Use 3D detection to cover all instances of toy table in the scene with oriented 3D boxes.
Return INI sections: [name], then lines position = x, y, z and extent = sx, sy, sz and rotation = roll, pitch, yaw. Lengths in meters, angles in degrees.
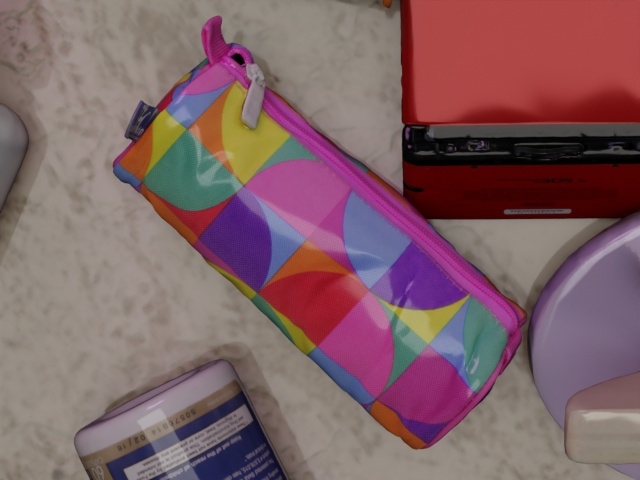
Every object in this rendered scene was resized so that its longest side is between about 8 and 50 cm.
[toy table]
position = 0.245, 0.067, 0.905
extent = 0.274, 0.161, 0.252
rotation = -12, 104, 5

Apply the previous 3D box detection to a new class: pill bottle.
[pill bottle]
position = -0.052, 0.156, 0.973
extent = 0.094, 0.094, 0.169
rotation = -27, 91, 4

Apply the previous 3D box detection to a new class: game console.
[game console]
position = 0.114, -0.071, 0.959
extent = 0.144, 0.124, 0.085
rotation = 0, 67, 3

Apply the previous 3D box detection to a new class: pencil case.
[pencil case]
position = 0.000, 0.000, 0.960
extent = 0.236, 0.104, 0.104
rotation = 43, 94, -2

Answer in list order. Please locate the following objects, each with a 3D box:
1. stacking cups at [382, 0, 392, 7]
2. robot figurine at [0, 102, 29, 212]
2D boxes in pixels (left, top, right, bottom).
[stacking cups]
position = 0.012, -0.172, 0.956
extent = 0.316, 0.096, 0.096
rotation = 10, 93, 1
[robot figurine]
position = -0.293, -0.048, 0.923
extent = 0.300, 0.200, 0.353
rotation = 17, 95, -37
